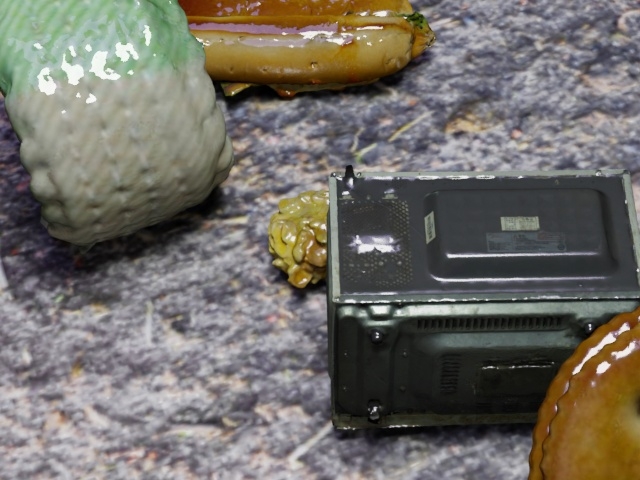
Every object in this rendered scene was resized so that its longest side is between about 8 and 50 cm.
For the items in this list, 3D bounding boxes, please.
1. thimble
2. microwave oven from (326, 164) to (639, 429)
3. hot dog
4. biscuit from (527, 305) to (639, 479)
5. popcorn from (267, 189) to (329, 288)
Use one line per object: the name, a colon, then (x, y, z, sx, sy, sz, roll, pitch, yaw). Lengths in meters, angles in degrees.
thimble: (-0.158, -0.105, 1.306, 0.150, 0.219, 0.219, -19, 51, -8)
microwave oven: (0.106, 0.045, 1.186, 0.205, 0.163, 0.129, -2, 52, 0)
hot dog: (-0.031, -0.160, 1.432, 0.250, 0.076, 0.104, 1, 31, 2)
biscuit: (0.233, 0.143, 1.086, 0.220, 0.066, 0.220, 0, 91, -11)
popcorn: (0.000, 0.000, 1.301, 0.082, 0.057, 0.083, 22, 58, 24)
